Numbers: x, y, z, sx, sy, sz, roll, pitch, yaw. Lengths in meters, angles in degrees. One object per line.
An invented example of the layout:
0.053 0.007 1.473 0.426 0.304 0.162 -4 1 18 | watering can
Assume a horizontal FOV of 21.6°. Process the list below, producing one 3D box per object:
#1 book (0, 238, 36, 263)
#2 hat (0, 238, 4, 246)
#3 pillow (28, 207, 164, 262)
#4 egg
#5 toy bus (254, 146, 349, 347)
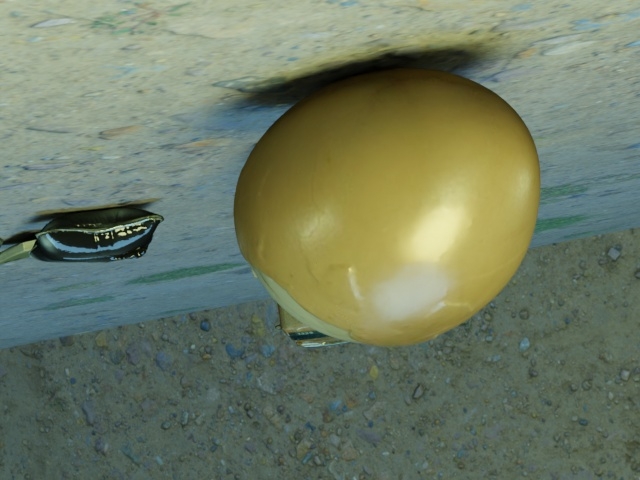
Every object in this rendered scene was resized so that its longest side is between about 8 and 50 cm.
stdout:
-0.315 0.006 1.874 0.077 0.014 0.111 -15 179 -30 | book
-0.465 0.069 1.830 0.252 0.110 0.252 -10 175 -1 | hat
-0.233 -0.005 1.735 0.136 0.055 0.091 -5 -168 -18 | pillow
0.053 -0.027 1.209 0.201 0.201 0.244 -5 161 -40 | egg
0.000 0.000 1.481 0.091 0.182 0.103 -10 173 9 | toy bus
